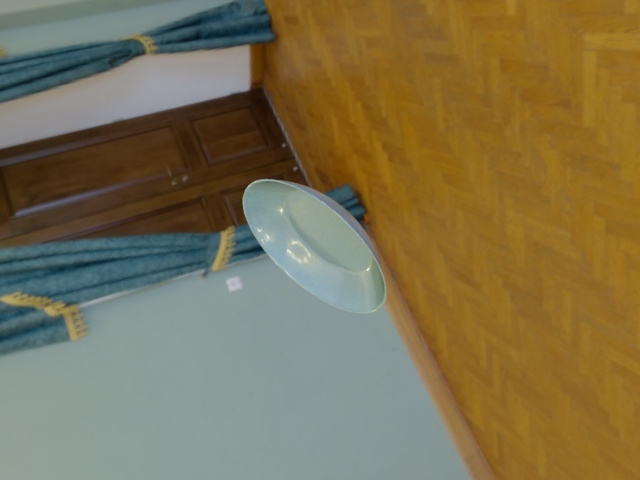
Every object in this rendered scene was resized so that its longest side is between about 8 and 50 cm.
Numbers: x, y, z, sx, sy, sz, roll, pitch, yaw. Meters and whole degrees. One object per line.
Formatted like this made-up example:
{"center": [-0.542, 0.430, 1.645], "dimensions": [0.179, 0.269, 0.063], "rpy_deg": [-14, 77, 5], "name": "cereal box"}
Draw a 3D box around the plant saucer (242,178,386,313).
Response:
{"center": [0.000, 0.000, 0.664], "dimensions": [0.195, 0.037, 0.195], "rpy_deg": [32, 151, 21], "name": "plant saucer"}
